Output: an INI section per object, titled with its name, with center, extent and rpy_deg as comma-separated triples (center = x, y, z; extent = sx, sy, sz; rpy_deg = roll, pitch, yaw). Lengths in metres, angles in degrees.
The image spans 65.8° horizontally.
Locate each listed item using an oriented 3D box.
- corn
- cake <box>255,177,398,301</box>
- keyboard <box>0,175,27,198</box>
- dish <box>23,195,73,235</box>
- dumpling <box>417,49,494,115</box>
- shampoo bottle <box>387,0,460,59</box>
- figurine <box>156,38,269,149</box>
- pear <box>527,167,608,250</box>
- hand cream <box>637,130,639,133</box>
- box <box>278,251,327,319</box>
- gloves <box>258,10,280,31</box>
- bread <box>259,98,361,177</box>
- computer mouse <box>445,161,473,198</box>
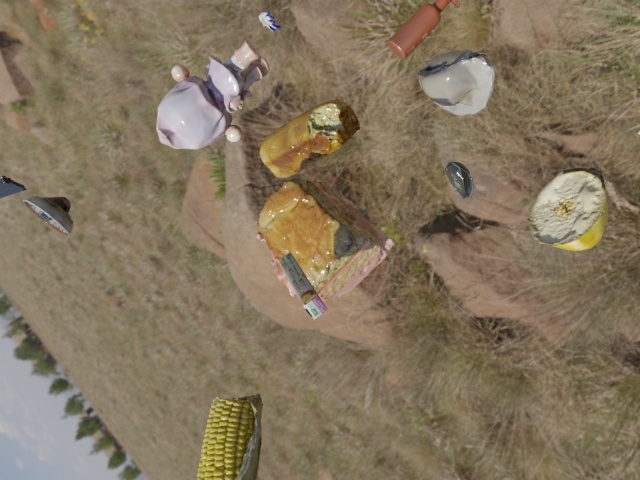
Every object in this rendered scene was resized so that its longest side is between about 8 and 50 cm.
[corn]
center = -0.163, 0.432, 0.917
extent = 0.122, 0.305, 0.123
rpy_deg = -5, 150, 15
[cake]
center = 0.000, 0.000, 1.516
extent = 0.293, 0.307, 0.314
rpy_deg = -48, 66, 19
[keyboard]
center = -0.869, -0.117, 1.266
extent = 0.072, 0.231, 0.023
rpy_deg = 38, -140, -68
[dish]
center = -0.703, -0.085, 1.320
extent = 0.141, 0.078, 0.141
rpy_deg = 29, 156, 14
[dumpling]
center = 0.418, -0.498, 1.585
extent = 0.293, 0.163, 0.204
rpy_deg = 16, 116, 53
[shampoo bottle]
center = 0.323, -0.684, 1.563
extent = 0.085, 0.244, 0.085
rpy_deg = 46, -176, -4
[figurine]
center = -0.227, -0.299, 1.041
extent = 0.200, 0.276, 0.133
rpy_deg = 47, -174, -15
[pear]
center = 0.773, -0.072, 1.487
extent = 0.178, 0.266, 0.267
rpy_deg = 27, 160, -28
[hand cream]
center = 1.042, -0.282, 1.398
extent = 0.248, 0.083, 0.133
rpy_deg = 27, -179, 23
[box]
center = -0.043, 0.095, 1.088
extent = 0.050, 0.041, 0.207
rpy_deg = 54, 179, -32
[gloves]
center = -0.152, -0.659, 1.488
extent = 0.064, 0.026, 0.086
rpy_deg = 53, 169, -34
[bread]
center = -0.044, -0.335, 1.601
extent = 0.344, 0.195, 0.149
rpy_deg = -21, 115, 43
[computer mouse]
center = 0.541, -0.240, 1.905
extent = 0.106, 0.062, 0.192
rpy_deg = 44, 173, 47
